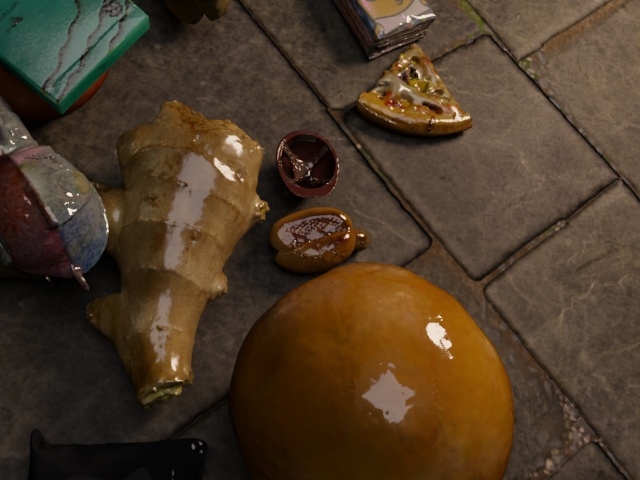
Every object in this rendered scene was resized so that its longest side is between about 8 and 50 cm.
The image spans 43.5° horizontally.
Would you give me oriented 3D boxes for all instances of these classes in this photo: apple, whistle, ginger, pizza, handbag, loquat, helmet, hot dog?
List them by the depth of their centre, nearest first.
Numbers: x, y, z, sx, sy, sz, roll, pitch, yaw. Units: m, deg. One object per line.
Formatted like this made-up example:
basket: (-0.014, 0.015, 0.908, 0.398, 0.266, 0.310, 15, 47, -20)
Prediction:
handbag: (-0.235, 0.342, 0.891, 0.211, 0.088, 0.254, 5, 63, -8)
loquat: (0.057, 0.187, 0.895, 0.328, 0.328, 0.328, 4, 67, -10)
whistle: (-0.360, -0.084, 0.945, 0.134, 0.142, 0.346, -34, 81, 0)
ginger: (-0.211, 0.003, 0.999, 0.236, 0.166, 0.375, 25, 59, -9)
apple: (-0.381, -0.262, 1.069, 0.201, 0.162, 0.201, 5, 67, -12)
hot dog: (-0.001, -0.002, 1.102, 0.140, 0.060, 0.089, -20, 77, -12)
helmet: (-0.024, -0.094, 1.133, 0.089, 0.057, 0.111, 2, 62, -15)
pizza: (0.156, -0.236, 1.243, 0.185, 0.036, 0.176, 18, 65, -5)

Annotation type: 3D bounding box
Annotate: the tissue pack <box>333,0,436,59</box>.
tissue pack: (0.091, -0.378, 1.272, 0.116, 0.065, 0.155, -25, 75, -21)

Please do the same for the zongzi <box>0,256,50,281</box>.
zongzi: (-0.633, 0.070, 0.875, 0.467, 0.218, 0.500, 40, 73, -10)

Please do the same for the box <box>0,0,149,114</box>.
box: (-0.348, -0.284, 0.979, 0.226, 0.042, 0.161, 39, 76, 1)

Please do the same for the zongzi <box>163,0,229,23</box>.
zongzi: (-0.271, -0.462, 1.209, 0.300, 0.145, 0.273, 3, 72, 7)
